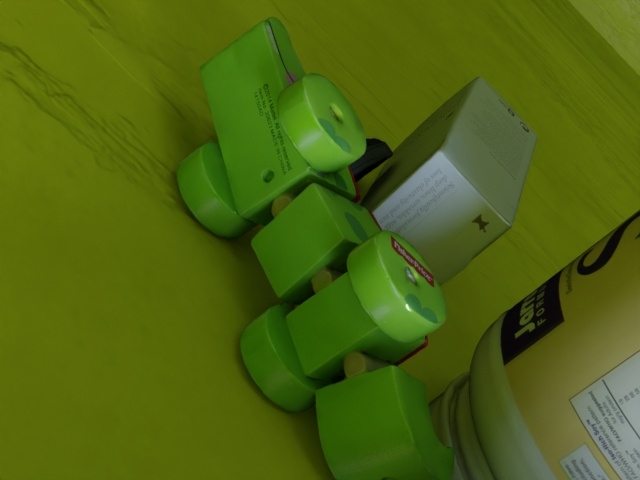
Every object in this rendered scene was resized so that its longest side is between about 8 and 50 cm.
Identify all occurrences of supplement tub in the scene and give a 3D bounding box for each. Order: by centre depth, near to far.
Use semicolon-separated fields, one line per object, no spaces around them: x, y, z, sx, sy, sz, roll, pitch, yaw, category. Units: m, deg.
0.248;0.096;0.744;0.241;0.331;0.241;37;28;-23;supplement tub

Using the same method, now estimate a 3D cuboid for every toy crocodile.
0.000;0.000;0.746;0.105;0.115;0.340;23;38;-51;toy crocodile

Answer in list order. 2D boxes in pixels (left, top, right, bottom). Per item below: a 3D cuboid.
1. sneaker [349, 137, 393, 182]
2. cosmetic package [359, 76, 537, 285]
-0.006;-0.080;0.914;0.089;0.051;0.170;55;30;2;sneaker
0.102;-0.046;0.963;0.085;0.117;0.231;46;25;-4;cosmetic package
